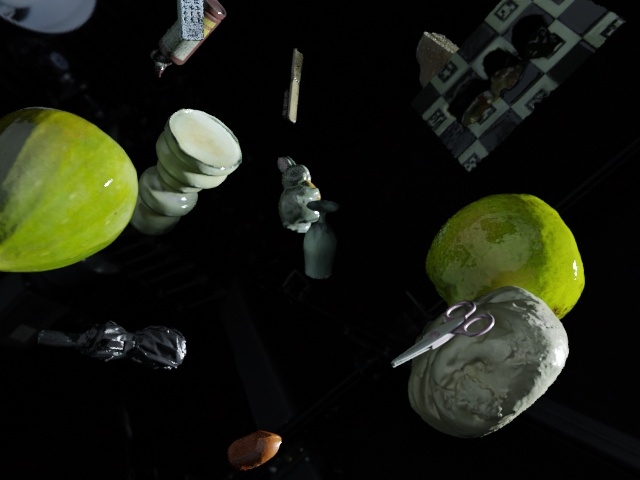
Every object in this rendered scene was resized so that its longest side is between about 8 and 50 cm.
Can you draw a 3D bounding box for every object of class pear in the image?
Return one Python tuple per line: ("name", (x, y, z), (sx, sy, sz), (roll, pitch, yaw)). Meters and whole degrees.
("pear", (0.461, 0.067, 1.420), (0.390, 0.391, 0.391), (-23, -138, 23))

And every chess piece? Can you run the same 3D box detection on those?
("chess piece", (-0.344, -0.132, 1.278), (0.330, 0.182, 0.182), (-43, -147, 34))

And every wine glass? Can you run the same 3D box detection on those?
("wine glass", (0.000, 0.000, 1.470), (0.092, 0.202, 0.093), (2, -155, -1))

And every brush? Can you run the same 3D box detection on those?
("brush", (-0.089, -0.483, 1.698), (0.036, 0.043, 0.248), (-3, -108, 25))

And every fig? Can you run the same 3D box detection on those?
("fig", (-0.510, -0.074, 1.000), (0.316, 0.316, 0.316), (-23, -138, 23))

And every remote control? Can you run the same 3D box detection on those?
("remote control", (-0.236, -0.427, 0.988), (0.053, 0.125, 0.017), (-15, -153, -41))

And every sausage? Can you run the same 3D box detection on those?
("sausage", (-0.186, 0.574, 1.489), (0.179, 0.089, 0.089), (-35, -143, 28))

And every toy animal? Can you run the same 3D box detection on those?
("toy animal", (-0.071, -0.153, 1.598), (0.125, 0.127, 0.251), (-22, -109, 22))

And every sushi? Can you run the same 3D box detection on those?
("sushi", (0.404, -0.336, 1.144), (0.373, 0.100, 0.296), (-47, -138, 22))

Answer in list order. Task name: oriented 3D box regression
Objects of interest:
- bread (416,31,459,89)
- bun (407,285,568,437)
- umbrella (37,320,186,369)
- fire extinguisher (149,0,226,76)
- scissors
("bread", (0.431, -0.576, 1.870), (0.101, 0.183, 0.337), (-7, -137, -24))
("bun", (0.330, 0.243, 1.157), (0.359, 0.211, 0.360), (-41, 178, -2))
("umbrella", (-0.495, 0.251, 1.317), (0.118, 0.339, 0.118), (-34, -128, 58))
("fire extinguisher", (-0.324, -0.471, 1.303), (0.252, 0.075, 0.106), (-40, 175, 23))
("scissors", (0.186, 0.151, 0.860), (0.176, 0.022, 0.085), (-27, -148, -13))
